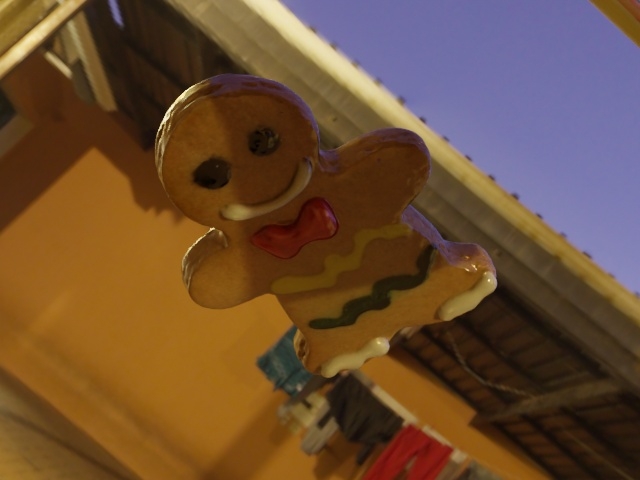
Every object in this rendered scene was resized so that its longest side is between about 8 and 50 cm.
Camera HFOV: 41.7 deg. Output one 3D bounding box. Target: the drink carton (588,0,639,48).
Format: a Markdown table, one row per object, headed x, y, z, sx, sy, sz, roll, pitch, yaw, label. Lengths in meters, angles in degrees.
| x | y | z | sx | sy | sz | roll | pitch | yaw | label |
| --- | --- | --- | --- | --- | --- | --- | --- | --- | --- |
| 0.130 | -0.127 | 0.284 | 0.351 | 0.111 | 0.154 | 45 | 19 | 2 | drink carton |

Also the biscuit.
| x | y | z | sx | sy | sz | roll | pitch | yaw | label |
| --- | --- | --- | --- | --- | --- | --- | --- | --- | --- |
| 0.000 | 0.001 | 0.470 | 0.240 | 0.158 | 0.035 | 43 | 19 | -43 | biscuit |
